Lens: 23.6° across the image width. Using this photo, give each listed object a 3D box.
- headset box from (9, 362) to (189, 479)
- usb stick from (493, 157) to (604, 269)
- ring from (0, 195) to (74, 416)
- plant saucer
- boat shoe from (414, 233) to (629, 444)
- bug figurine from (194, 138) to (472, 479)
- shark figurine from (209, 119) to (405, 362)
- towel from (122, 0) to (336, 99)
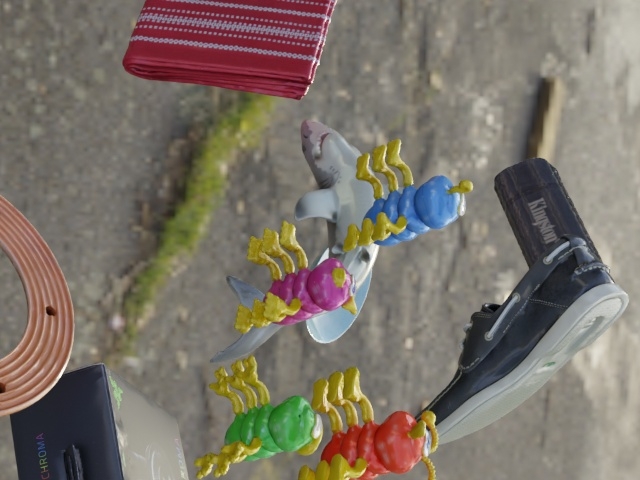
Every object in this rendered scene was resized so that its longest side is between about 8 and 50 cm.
[{"bbox_3d":[-0.258,0.305,1.845,0.283,0.131,0.246,56,19,-65],"label":"headset box"},{"bbox_3d":[0.253,-0.012,1.696,0.278,0.077,0.045,-102,176,-59],"label":"usb stick"},{"bbox_3d":[-0.420,0.050,1.668,0.337,0.032,0.336,28,39,-26],"label":"ring"},{"bbox_3d":[0.018,0.073,2.542,0.195,0.037,0.194,-33,132,-45],"label":"plant saucer"},{"bbox_3d":[0.157,0.092,1.294,0.084,0.233,0.079,2,47,-52],"label":"boat shoe"},{"bbox_3d":[0.014,0.072,1.102,0.072,0.216,0.279,34,54,-34],"label":"bug figurine"},{"bbox_3d":[0.008,0.024,1.508,0.116,0.166,0.278,114,0,-54],"label":"shark figurine"},{"bbox_3d":[-0.077,-0.261,1.593,0.031,0.199,0.274,85,16,-52],"label":"towel"}]
